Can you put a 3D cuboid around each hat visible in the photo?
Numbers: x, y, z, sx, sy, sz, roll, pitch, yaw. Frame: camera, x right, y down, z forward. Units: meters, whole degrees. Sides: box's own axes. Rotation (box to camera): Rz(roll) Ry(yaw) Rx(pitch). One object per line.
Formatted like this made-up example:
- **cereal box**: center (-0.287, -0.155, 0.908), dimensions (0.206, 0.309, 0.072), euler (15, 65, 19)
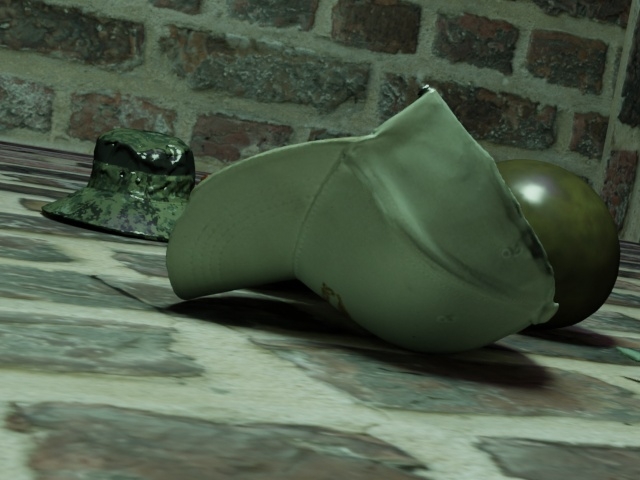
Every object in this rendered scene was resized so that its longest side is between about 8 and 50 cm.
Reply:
- **hat**: center (0.028, 0.022, 0.970), dimensions (0.301, 0.168, 0.258), euler (-13, -22, 7)
- **hat**: center (-0.230, -0.076, 1.545), dimensions (0.265, 0.128, 0.265), euler (8, 8, -1)

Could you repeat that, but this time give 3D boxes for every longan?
- **longan**: center (0.219, 0.004, 1.236), dimensions (0.185, 0.159, 0.204), euler (54, 0, 8)

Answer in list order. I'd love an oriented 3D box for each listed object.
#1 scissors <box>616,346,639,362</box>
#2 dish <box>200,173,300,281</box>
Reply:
- **scissors**: center (0.374, 0.132, 0.871), dimensions (0.256, 0.029, 0.383), euler (6, 8, -29)
- **dish**: center (0.000, 0.000, 1.214), dimensions (0.260, 0.085, 0.260), euler (10, -4, 1)
